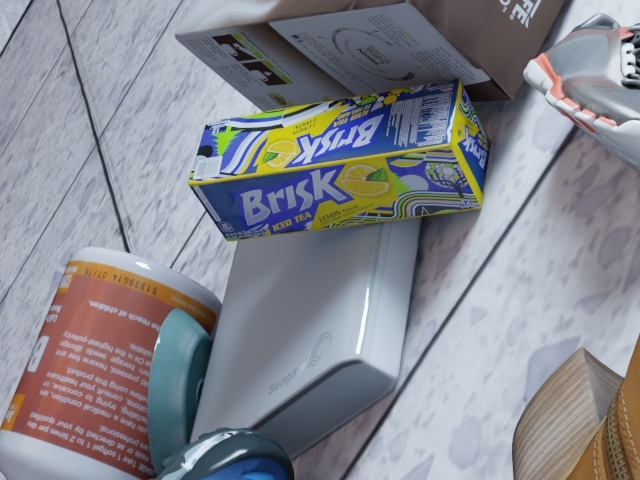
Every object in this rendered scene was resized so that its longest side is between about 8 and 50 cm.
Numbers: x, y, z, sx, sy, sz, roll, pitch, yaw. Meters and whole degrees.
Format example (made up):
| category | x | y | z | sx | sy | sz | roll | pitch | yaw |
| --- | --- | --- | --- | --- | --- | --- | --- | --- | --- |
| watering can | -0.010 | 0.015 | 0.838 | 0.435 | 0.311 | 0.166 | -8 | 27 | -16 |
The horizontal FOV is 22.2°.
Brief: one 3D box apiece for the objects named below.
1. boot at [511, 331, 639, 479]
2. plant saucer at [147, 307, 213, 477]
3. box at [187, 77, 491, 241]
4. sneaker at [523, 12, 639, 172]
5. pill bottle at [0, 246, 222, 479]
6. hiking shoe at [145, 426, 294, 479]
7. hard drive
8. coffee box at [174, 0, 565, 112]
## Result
| category | x | y | z | sx | sy | sz | roll | pitch | yaw |
| --- | --- | --- | --- | --- | --- | --- | --- | --- | --- |
| boot | 0.156 | 0.058 | 0.534 | 0.283 | 0.109 | 0.220 | -54 | 21 | 24 |
| plant saucer | -0.089 | 0.106 | 1.102 | 0.119 | 0.021 | 0.119 | 2 | -90 | -79 |
| box | 0.011 | -0.045 | 0.966 | 0.169 | 0.059 | 0.054 | -7 | 48 | 25 |
| sneaker | 0.148 | -0.081 | 0.808 | 0.065 | 0.061 | 0.158 | -51 | 23 | 10 |
| pill bottle | -0.160 | 0.123 | 1.172 | 0.121 | 0.121 | 0.216 | -12 | 55 | 64 |
| hiking shoe | -0.063 | 0.241 | 0.874 | 0.132 | 0.113 | 0.304 | 2 | 55 | 34 |
| hard drive | 0.000 | 0.000 | 1.075 | 0.203 | 0.040 | 0.307 | -40 | 29 | 44 |
| coffee box | 0.037 | -0.163 | 1.023 | 0.246 | 0.098 | 0.141 | 4 | 60 | 54 |
